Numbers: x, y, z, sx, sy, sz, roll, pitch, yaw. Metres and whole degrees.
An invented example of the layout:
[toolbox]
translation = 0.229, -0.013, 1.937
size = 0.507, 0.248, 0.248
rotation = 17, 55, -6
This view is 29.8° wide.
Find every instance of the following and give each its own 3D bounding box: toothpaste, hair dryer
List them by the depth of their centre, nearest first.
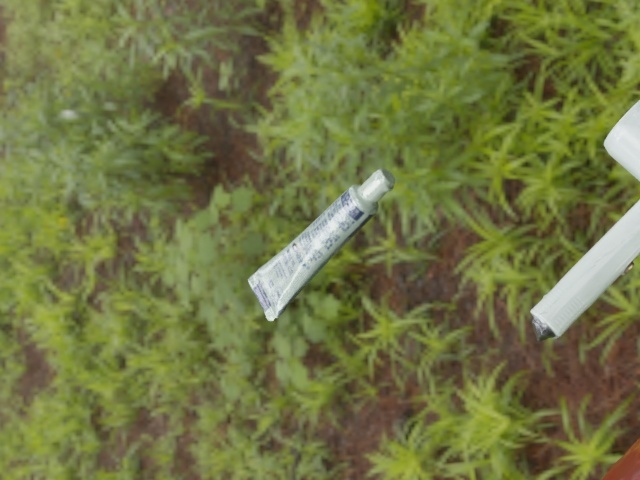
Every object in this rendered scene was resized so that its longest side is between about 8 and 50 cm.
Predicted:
[hair dryer]
translation = 0.263, -0.006, 1.065
size = 0.131, 0.073, 0.236
rotation = 43, 90, 13
[toothpaste]
translation = 0.000, 0.000, 1.244
size = 0.216, 0.037, 0.062
rotation = -45, 55, 29

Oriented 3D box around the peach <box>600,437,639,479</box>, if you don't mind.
[peach]
translation = 0.240, 0.177, 0.571
size = 0.199, 0.243, 0.243
rotation = -54, 44, 27
